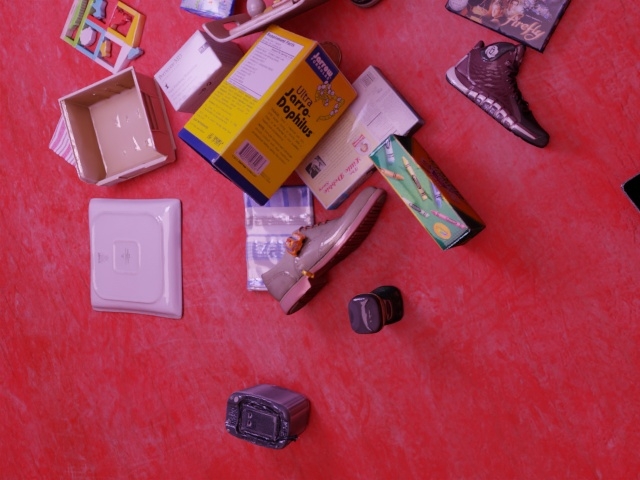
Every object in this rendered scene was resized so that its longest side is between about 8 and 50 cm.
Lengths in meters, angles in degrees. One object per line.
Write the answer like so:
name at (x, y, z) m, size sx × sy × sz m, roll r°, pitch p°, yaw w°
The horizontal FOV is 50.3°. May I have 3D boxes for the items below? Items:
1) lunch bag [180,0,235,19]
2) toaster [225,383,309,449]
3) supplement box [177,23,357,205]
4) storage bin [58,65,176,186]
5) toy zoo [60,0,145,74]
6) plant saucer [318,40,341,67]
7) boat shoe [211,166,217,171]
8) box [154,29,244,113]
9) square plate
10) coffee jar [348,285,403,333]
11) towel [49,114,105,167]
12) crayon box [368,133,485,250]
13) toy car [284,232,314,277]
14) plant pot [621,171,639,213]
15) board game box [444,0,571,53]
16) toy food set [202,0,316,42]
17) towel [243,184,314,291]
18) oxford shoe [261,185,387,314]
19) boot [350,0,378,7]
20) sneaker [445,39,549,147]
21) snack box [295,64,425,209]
lunch bag at (-0.280, -0.654, 1.803) m, size 0.151 × 0.096 × 0.129 m, roll 21°, pitch 102°, yaw 33°
toaster at (-0.127, 0.455, 1.781) m, size 0.227 × 0.146 × 0.129 m, roll 8°, pitch 98°, yaw 25°
supplement box at (-0.124, -0.297, 1.610) m, size 0.356 × 0.195 × 0.194 m, roll -50°, pitch 45°, yaw -2°
storage bin at (-0.572, -0.314, 1.937) m, size 0.262 × 0.123 × 0.260 m, roll -17°, pitch 86°, yaw 19°
toy zoo at (-0.628, -0.618, 2.007) m, size 0.293 × 0.030 × 0.192 m, roll 34°, pitch 107°, yaw 19°
plant saucer at (0.015, -0.461, 1.722) m, size 0.083 × 0.013 × 0.083 m, roll 2°, pitch 96°, yaw 25°
boat shoe at (-0.174, -0.228, 1.783) m, size 0.257 × 0.095 × 0.095 m, roll -23°, pitch 84°, yaw 25°
box at (-0.297, -0.430, 1.779) m, size 0.181 × 0.182 × 0.119 m, roll -39°, pitch 78°, yaw 23°
square plate at (-0.560, 0.049, 2.013) m, size 0.344 × 0.049 × 0.347 m, roll 2°, pitch 94°, yaw 25°
coffee jar at (0.132, 0.164, 1.617) m, size 0.079 × 0.184 × 0.096 m, roll -7°, pitch 90°, yaw 26°
towel at (-0.747, -0.302, 2.087) m, size 0.197 × 0.029 × 0.144 m, roll 35°, pitch 107°, yaw 19°
crayon box at (0.245, -0.111, 1.554) m, size 0.081 × 0.165 × 0.278 m, roll -42°, pitch 77°, yaw 22°
toy car at (-0.046, 0.029, 1.616) m, size 0.060 × 0.040 × 0.122 m, roll -51°, pitch 52°, yaw 13°
plant pot at (0.724, -0.085, 1.328) m, size 0.188 × 0.167 × 0.187 m, roll -38°, pitch 78°, yaw 22°
board game box at (0.421, -0.542, 1.508) m, size 0.243 × 0.042 × 0.165 m, roll 32°, pitch 106°, yaw 20°
toy food set at (-0.109, -0.577, 1.642) m, size 0.306 × 0.220 × 0.092 m, roll -16°, pitch 105°, yaw 30°
towel at (-0.111, -0.004, 1.805) m, size 0.209 × 0.034 × 0.285 m, roll 0°, pitch 94°, yaw 25°
oxford shoe at (0.000, 0.000, 1.680) m, size 0.146 × 0.140 × 0.397 m, roll 45°, pitch 101°, yaw 16°
boot at (0.127, -0.720, 1.500) m, size 0.138 × 0.284 × 0.377 m, roll 42°, pitch 110°, yaw 17°
sneaker at (0.421, -0.340, 1.490) m, size 0.281 × 0.106 × 0.162 m, roll 43°, pitch 107°, yaw 17°
snack box at (0.078, -0.248, 1.681) m, size 0.322 × 0.060 × 0.187 m, roll -43°, pitch 74°, yaw 21°
